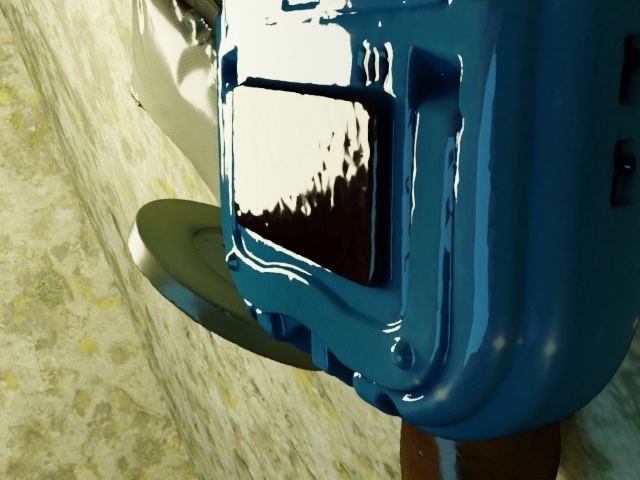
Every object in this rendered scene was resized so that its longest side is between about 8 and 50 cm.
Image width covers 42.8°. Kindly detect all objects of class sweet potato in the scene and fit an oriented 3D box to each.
[{"bbox_3d":[0.112,0.141,0.579,0.112,0.112,0.359,16,107,62],"label":"sweet potato"}]

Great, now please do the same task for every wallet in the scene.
[{"bbox_3d":[-0.123,-0.148,0.889,0.335,0.068,0.274,53,157,22],"label":"wallet"}]

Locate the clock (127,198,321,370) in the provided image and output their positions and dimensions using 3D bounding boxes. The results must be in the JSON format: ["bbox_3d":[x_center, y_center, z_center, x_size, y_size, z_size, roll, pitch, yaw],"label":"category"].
[{"bbox_3d":[-0.061,0.034,0.737,0.235,0.235,0.029,45,113,42],"label":"clock"}]

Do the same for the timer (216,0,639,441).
[{"bbox_3d":[0.034,-0.062,0.474,0.340,0.115,0.308,22,116,59],"label":"timer"}]
